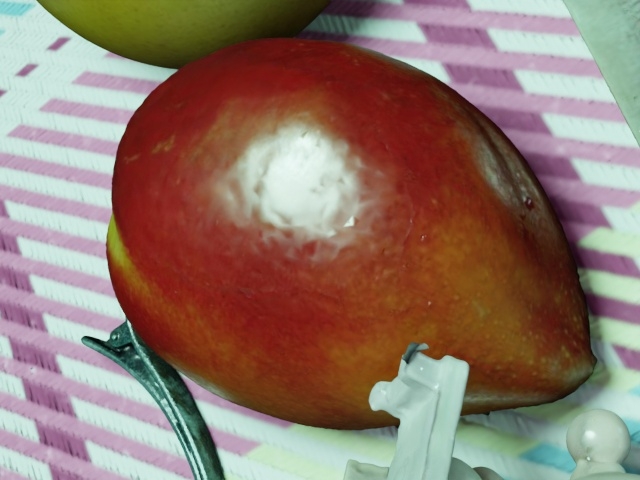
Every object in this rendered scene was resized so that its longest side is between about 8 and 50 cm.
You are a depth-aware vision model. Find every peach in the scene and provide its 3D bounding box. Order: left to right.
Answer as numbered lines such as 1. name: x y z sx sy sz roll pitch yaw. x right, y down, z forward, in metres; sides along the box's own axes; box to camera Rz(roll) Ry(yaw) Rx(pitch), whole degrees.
1. peach: 0.000 0.000 0.731 0.361 0.201 0.258 27 89 32

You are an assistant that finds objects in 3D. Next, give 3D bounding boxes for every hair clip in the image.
1. hair clip: -0.111 0.145 0.848 0.070 0.039 0.229 -39 62 13

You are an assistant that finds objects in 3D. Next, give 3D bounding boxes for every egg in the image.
1. egg: -0.116 -0.260 0.844 0.322 0.250 0.250 23 87 41

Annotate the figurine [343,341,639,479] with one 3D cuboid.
1. figurine: 0.134 0.172 0.619 0.256 0.182 0.144 21 129 -4

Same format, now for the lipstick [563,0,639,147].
1. lipstick: 0.212 -0.135 0.722 0.076 0.080 0.371 -30 64 20
